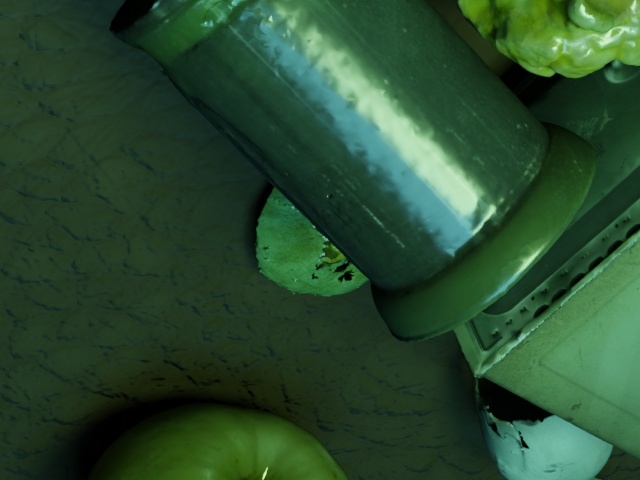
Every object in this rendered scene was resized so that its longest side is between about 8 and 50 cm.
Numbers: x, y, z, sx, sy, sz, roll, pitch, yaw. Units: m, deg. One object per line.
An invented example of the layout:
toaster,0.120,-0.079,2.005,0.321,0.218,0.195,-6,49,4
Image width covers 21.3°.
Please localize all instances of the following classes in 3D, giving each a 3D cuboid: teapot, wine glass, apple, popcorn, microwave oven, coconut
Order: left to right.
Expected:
apple,-0.095,0.279,1.565,0.262,0.262,0.262,-10,135,-10
coconut,0.003,0.003,1.466,0.133,0.055,0.158,-37,132,15
teapot,0.004,-0.115,1.220,0.200,0.270,0.337,-47,107,-7
wine glass,0.239,0.217,1.702,0.143,0.143,0.321,-20,136,0
popcorn,0.178,-0.213,1.224,0.167,0.187,0.185,-4,128,24
microwave oven,0.319,-0.045,1.398,0.333,0.247,0.394,29,118,-37
